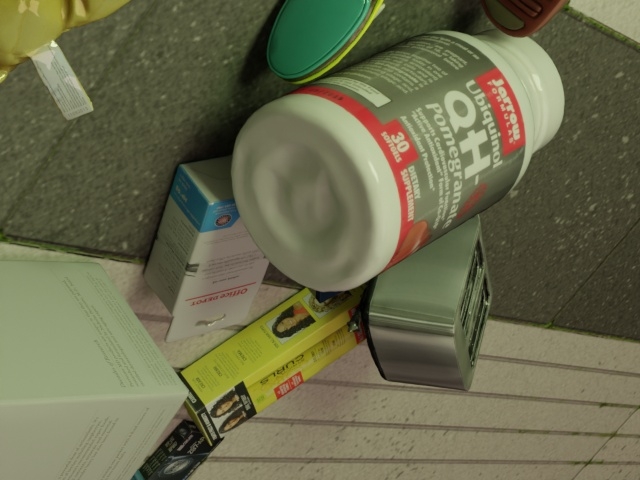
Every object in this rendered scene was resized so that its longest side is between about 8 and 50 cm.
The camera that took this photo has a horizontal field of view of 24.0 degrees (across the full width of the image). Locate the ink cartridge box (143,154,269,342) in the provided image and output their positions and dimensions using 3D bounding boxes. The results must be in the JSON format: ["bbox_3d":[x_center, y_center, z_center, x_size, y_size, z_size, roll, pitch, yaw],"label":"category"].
[{"bbox_3d":[-0.101,0.006,1.427,0.104,0.060,0.180,-13,140,-38],"label":"ink cartridge box"}]

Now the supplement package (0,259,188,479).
[{"bbox_3d":[-0.297,0.132,1.265,0.293,0.175,0.177,3,130,-49],"label":"supplement package"}]

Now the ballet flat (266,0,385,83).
[{"bbox_3d":[0.038,-0.229,1.274,0.077,0.077,0.231,-14,140,-58],"label":"ballet flat"}]

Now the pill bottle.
[{"bbox_3d":[0.084,-0.090,1.372,0.318,0.176,0.176,-30,150,-43],"label":"pill bottle"}]

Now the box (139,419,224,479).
[{"bbox_3d":[-0.157,0.242,1.708,0.083,0.018,0.067,-47,149,12],"label":"box"}]

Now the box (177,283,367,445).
[{"bbox_3d":[-0.046,0.123,1.638,0.232,0.058,0.087,-33,147,-13],"label":"box"}]

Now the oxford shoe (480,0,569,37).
[{"bbox_3d":[0.258,-0.331,1.333,0.130,0.123,0.348,-14,141,-45],"label":"oxford shoe"}]

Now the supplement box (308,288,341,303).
[{"bbox_3d":[0.000,0.000,1.506,0.056,0.083,0.083,-27,146,-21],"label":"supplement box"}]

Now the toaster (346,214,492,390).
[{"bbox_3d":[0.113,0.063,1.610,0.168,0.110,0.186,70,33,-56],"label":"toaster"}]

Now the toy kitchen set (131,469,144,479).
[{"bbox_3d":[-0.252,0.342,1.588,0.207,0.166,0.122,-33,148,-12],"label":"toy kitchen set"}]

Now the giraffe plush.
[{"bbox_3d":[-0.194,-0.204,0.934,0.181,0.170,0.210,-14,137,-14],"label":"giraffe plush"}]
